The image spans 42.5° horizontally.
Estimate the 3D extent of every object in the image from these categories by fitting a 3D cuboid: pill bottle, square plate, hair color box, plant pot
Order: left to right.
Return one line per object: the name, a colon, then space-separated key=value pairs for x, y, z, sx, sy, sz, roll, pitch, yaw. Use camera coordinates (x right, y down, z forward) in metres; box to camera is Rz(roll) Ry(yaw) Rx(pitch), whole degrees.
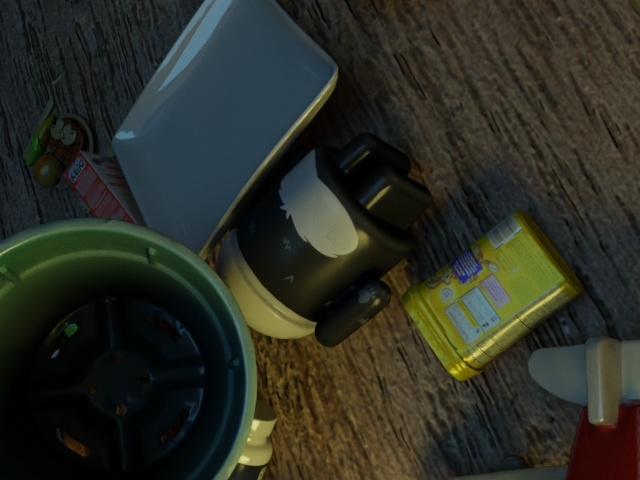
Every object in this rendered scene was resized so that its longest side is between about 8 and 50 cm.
plant pot: x=-0.255 y=0.171 z=0.983 sx=0.341 sy=0.334 sz=0.341 roll=1 pitch=80 yaw=-7
hair color box: x=-0.294 y=-0.056 z=1.219 sx=0.053 sy=0.093 sz=0.167 roll=-49 pitch=65 yaw=19
square plate: x=-0.139 y=-0.167 z=1.111 sx=0.347 sy=0.049 sz=0.344 roll=-51 pitch=45 yaw=18
pill bottle: x=-0.120 y=0.296 z=1.094 sx=0.094 sy=0.094 sz=0.169 roll=27 pitch=101 yaw=29

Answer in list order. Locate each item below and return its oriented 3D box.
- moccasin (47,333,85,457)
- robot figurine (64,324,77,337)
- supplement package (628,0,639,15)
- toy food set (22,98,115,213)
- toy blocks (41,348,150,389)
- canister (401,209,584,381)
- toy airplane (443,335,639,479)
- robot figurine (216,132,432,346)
moccasin: x=-0.422 y=0.250 z=1.256 sx=0.139 sy=0.147 sz=0.380 roll=-34 pitch=65 yaw=15
robot figurine: x=-0.363 y=0.105 z=1.264 sx=0.101 sy=0.067 sz=0.115 roll=-11 pitch=80 yaw=6
supplement package: x=0.444 y=-0.297 z=0.751 sx=0.293 sy=0.175 sz=0.177 roll=-49 pitch=67 yaw=19
toy food set: x=-0.418 y=-0.141 z=1.328 sx=0.192 sy=0.038 sz=0.132 roll=35 pitch=105 yaw=27
toy blocks: x=-0.327 y=0.191 z=1.191 sx=0.123 sy=0.148 sz=0.054 roll=15 pitch=95 yaw=31
canister: x=0.195 y=0.062 z=0.936 sx=0.170 sy=0.073 sz=0.126 roll=-40 pitch=69 yaw=21
toy airplane: x=0.305 y=0.280 z=0.782 sx=0.384 sy=0.272 sz=0.386 roll=-46 pitch=29 yaw=9
robot figurine: x=0.001 y=-0.001 z=1.001 sx=0.173 sy=0.209 sz=0.278 roll=42 pitch=111 yaw=-13
